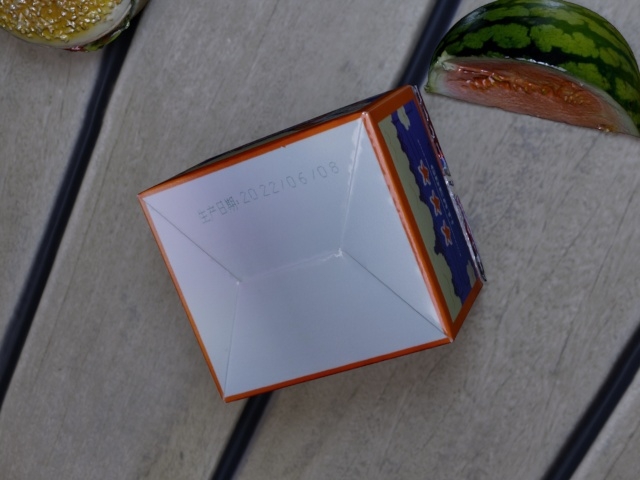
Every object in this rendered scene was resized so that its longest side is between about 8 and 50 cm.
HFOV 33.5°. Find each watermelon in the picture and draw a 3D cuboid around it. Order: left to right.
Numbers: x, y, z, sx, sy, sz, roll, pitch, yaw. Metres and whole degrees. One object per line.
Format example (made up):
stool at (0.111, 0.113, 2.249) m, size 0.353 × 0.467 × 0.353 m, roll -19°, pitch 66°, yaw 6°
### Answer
watermelon at (0.284, -0.228, 1.370) m, size 0.303 × 0.128 × 0.159 m, roll 15°, pitch 110°, yaw 13°

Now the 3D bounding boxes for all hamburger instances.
hamburger at (-0.362, -0.415, 1.497) m, size 0.302 × 0.170 × 0.302 m, roll 4°, pitch 106°, yaw 15°

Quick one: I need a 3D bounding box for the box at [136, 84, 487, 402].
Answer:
box at (0.000, 0.000, 1.458) m, size 0.349 × 0.257 × 0.318 m, roll -19°, pitch 98°, yaw 22°
